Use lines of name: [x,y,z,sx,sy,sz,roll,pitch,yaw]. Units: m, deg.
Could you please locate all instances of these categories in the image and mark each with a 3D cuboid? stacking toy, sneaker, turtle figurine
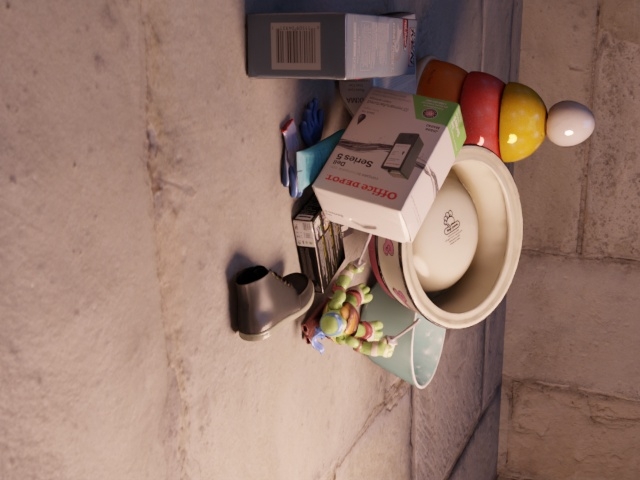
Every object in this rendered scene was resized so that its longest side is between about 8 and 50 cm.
stacking toy: [0.471,-0.306,2.157,0.350,0.479,0.351,7,90,-66]
sneaker: [-0.077,0.083,1.495,0.222,0.083,0.118,-42,133,-55]
turtle figurine: [0.109,0.147,1.758,0.275,0.197,0.266,-52,171,4]

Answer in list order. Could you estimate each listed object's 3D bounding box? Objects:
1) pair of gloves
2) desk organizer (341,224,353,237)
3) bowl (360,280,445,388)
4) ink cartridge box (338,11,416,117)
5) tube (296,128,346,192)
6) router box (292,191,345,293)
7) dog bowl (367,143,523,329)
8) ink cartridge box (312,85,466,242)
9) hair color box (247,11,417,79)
pair of gloves: [-0.031,-0.180,1.611,0.198,0.023,0.159,-55,144,-49]
desk organizer: [0.043,-0.065,1.772,0.047,0.050,0.130,-27,145,-24]
bowl: [0.205,0.206,2.078,0.311,0.163,0.312,7,90,-66]
ink cartridge box: [0.137,-0.315,1.879,0.308,0.091,0.385,-39,131,-60]
tube: [0.006,-0.167,1.620,0.207,0.052,0.080,-40,129,-54]
router box: [0.000,0.000,1.698,0.133,0.046,0.179,-54,143,-49]
dog bowl: [0.274,-0.013,1.837,0.407,0.150,0.408,-6,100,-39]
ink cartridge box: [0.139,-0.154,1.613,0.273,0.198,0.115,-60,150,-23]
hair color box: [0.034,-0.357,1.510,0.374,0.185,0.114,-28,120,-62]
